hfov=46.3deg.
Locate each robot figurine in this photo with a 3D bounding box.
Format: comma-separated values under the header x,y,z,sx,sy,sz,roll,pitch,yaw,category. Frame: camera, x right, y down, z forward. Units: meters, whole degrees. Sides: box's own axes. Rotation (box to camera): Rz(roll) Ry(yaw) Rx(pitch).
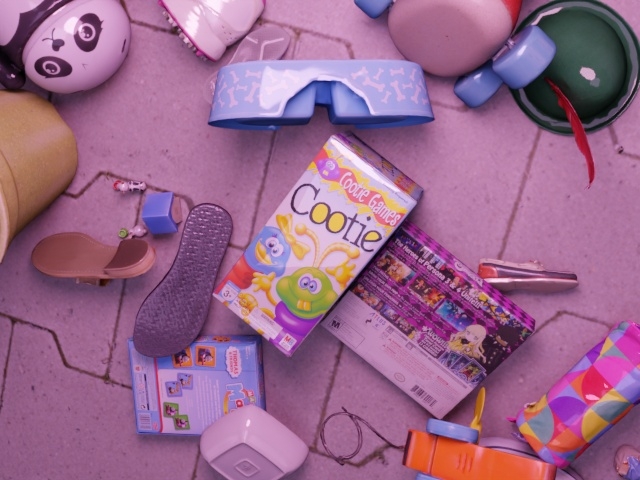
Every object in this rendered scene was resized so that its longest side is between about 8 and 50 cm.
x,y,z,sx,sy,sz,roll,pitch,yaw,category
-0.394,-0.335,1.044,0.278,0.173,0.209,49,145,0,robot figurine

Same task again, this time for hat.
x,y,z,sx,sy,sz,roll,pitch,yaw,category
0.325,-0.205,0.914,0.173,0.183,0.208,-36,92,16,hat

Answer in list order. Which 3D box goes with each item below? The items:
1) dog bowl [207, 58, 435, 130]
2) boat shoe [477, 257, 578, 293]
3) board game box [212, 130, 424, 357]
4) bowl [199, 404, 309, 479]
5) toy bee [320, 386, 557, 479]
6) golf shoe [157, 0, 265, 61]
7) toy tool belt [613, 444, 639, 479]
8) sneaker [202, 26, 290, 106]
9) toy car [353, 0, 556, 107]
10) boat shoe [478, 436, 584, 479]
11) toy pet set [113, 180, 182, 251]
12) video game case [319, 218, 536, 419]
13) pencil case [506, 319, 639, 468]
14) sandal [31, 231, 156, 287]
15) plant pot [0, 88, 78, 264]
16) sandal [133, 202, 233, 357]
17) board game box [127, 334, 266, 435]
x,y,z,sx,sy,sz,roll,pitch,yaw,category
0.001,-0.189,0.981,0.297,0.166,0.074,-2,93,-4,dog bowl
0.289,0.047,1.046,0.137,0.049,0.043,1,62,13,boat shoe
0.000,0.000,1.045,0.142,0.144,0.275,39,105,2,board game box
-0.108,0.330,1.150,0.142,0.053,0.142,43,122,-17,bowl
0.180,0.290,1.039,0.298,0.162,0.195,31,88,27,toy bee
-0.196,-0.403,1.035,0.140,0.115,0.306,-34,99,5,golf shoe
0.461,0.324,1.059,0.083,0.051,0.052,6,102,10,toy tool belt
-0.105,-0.245,1.069,0.152,0.061,0.053,-43,82,-3,sneaker
0.209,-0.334,0.942,0.219,0.210,0.238,40,77,-11,toy car
0.350,0.426,1.048,0.367,0.156,0.136,38,106,2,boat shoe
-0.271,-0.031,1.137,0.114,0.065,0.122,-3,101,13,toy pet set
0.148,0.117,1.068,0.232,0.042,0.210,38,119,2,video game case
0.372,0.211,1.033,0.104,0.104,0.236,45,106,1,pencil case
-0.343,0.045,1.159,0.240,0.088,0.079,2,138,29,sandal
-0.486,-0.101,1.056,0.276,0.254,0.276,6,114,14,plant pot
-0.202,0.065,1.145,0.097,0.054,0.254,27,92,-11,sandal
-0.194,0.229,1.186,0.212,0.039,0.160,0,101,12,board game box
